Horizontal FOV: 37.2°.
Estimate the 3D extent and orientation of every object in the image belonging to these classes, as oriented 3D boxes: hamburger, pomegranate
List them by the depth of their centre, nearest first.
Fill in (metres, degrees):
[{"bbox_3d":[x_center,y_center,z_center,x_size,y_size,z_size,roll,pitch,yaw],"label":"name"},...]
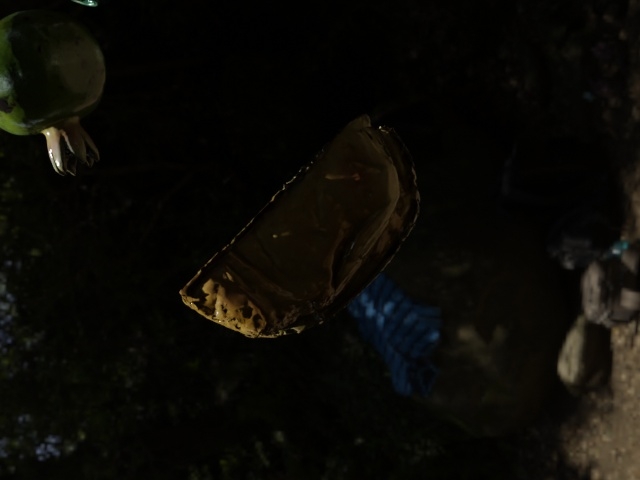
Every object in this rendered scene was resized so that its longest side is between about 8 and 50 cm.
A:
[{"bbox_3d":[0.000,0.000,0.923,0.262,0.131,0.124,-46,-10,-2],"label":"hamburger"},{"bbox_3d":[-0.369,-0.198,1.287,0.187,0.187,0.225,-179,67,-87],"label":"pomegranate"}]

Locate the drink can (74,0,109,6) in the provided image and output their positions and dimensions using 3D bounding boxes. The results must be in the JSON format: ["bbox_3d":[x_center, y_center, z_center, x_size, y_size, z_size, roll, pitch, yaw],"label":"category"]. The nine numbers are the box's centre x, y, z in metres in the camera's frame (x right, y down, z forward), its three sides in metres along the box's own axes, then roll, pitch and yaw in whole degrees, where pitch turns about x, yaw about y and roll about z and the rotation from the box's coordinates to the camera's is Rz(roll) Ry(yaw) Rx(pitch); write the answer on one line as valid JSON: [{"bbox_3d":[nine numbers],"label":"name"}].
[{"bbox_3d":[-0.379,-0.505,1.598,0.118,0.118,0.204,129,161,-84],"label":"drink can"}]
